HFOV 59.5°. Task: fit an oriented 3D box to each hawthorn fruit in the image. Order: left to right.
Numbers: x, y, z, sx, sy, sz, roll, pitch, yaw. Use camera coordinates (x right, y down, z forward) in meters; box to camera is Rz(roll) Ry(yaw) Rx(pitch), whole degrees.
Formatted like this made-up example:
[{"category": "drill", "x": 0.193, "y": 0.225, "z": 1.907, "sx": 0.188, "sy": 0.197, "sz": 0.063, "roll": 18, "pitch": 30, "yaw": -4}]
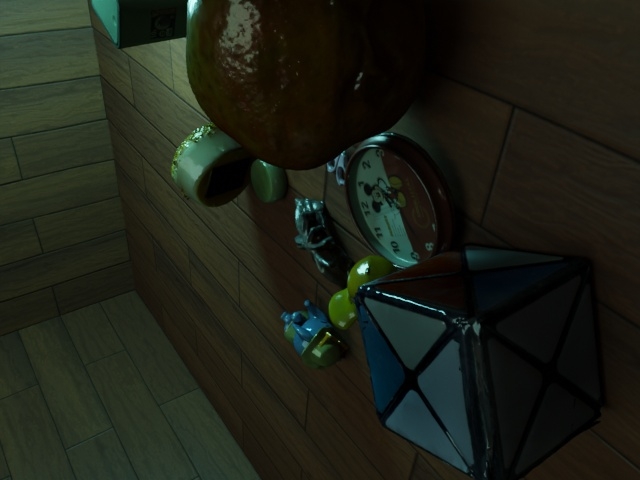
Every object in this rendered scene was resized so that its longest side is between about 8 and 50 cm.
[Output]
[{"category": "hawthorn fruit", "x": -0.019, "y": -0.366, "z": 1.005, "sx": 0.472, "sy": 0.471, "sz": 0.472, "roll": 35, "pitch": 135, "yaw": 44}]

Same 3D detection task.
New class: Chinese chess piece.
[{"category": "Chinese chess piece", "x": -0.158, "y": -0.187, "z": 1.712, "sx": 0.144, "sy": 0.058, "sz": 0.144, "roll": 32, "pitch": 131, "yaw": 46}]

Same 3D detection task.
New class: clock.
[{"category": "clock", "x": 0.173, "y": -0.081, "z": 1.225, "sx": 0.318, "sy": 0.080, "sz": 0.318, "roll": 39, "pitch": 143, "yaw": 37}]

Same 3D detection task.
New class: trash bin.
[{"category": "trash bin", "x": -0.450, "y": -0.694, "z": 1.601, "sx": 0.223, "sy": 0.343, "sz": 0.158, "roll": 57, "pitch": 149, "yaw": 23}]

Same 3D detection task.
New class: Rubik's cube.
[{"category": "Rubik's cube", "x": 0.276, "y": 0.201, "z": 0.999, "sx": 0.307, "sy": 0.305, "sz": 0.310, "roll": 6, "pitch": 113, "yaw": 57}]

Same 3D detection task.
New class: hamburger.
[{"category": "hamburger", "x": -0.334, "y": -0.243, "z": 1.751, "sx": 0.179, "sy": 0.276, "sz": 0.294, "roll": 44, "pitch": 137, "yaw": 19}]

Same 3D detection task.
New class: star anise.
[{"category": "star anise", "x": -0.002, "y": -0.004, "z": 1.530, "sx": 0.257, "sy": 0.110, "sz": 0.198, "roll": 53, "pitch": 162, "yaw": 38}]

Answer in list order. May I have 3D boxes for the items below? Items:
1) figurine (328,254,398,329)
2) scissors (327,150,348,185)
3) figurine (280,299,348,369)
[{"category": "figurine", "x": 0.139, "y": 0.136, "z": 1.272, "sx": 0.215, "sy": 0.228, "sz": 0.215, "roll": -30, "pitch": 51, "yaw": 44}, {"category": "scissors", "x": 0.059, "y": -0.229, "z": 1.374, "sx": 0.110, "sy": 0.021, "sz": 0.212, "roll": 55, "pitch": 147, "yaw": 29}, {"category": "figurine", "x": -0.036, "y": 0.285, "z": 1.703, "sx": 0.262, "sy": 0.154, "sz": 0.180, "roll": 35, "pitch": 147, "yaw": 39}]
